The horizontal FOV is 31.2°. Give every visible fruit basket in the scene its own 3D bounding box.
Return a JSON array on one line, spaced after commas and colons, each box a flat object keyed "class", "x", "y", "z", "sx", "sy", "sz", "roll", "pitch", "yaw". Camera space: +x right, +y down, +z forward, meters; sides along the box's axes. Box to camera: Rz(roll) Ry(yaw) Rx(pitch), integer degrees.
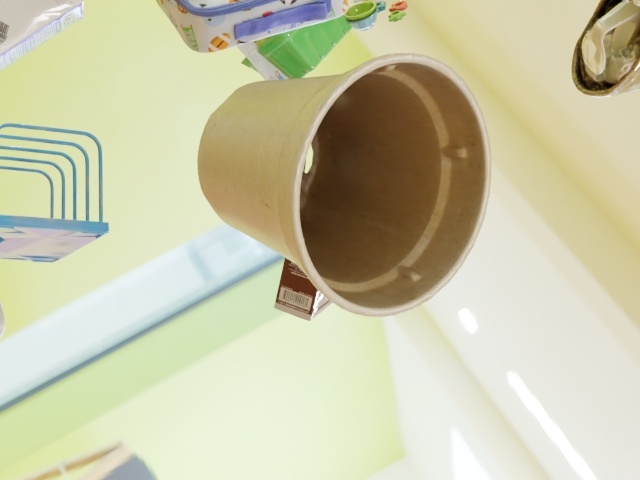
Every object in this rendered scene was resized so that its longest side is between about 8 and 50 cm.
[{"class": "fruit basket", "x": -0.117, "y": -0.498, "z": 2.351, "sx": 0.353, "sy": 0.327, "sz": 0.165, "roll": 43, "pitch": -39, "yaw": -8}]

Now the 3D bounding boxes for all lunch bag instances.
[{"class": "lunch bag", "x": -0.106, "y": -0.418, "z": 1.839, "sx": 0.243, "sy": 0.303, "sz": 0.115, "roll": 53, "pitch": -24, "yaw": 40}]

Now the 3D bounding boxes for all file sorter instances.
[{"class": "file sorter", "x": -0.300, "y": -0.044, "z": 1.161, "sx": 0.170, "sy": 0.118, "sz": 0.104, "roll": -21, "pitch": -112, "yaw": 57}]

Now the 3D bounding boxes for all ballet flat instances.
[{"class": "ballet flat", "x": 0.395, "y": -0.299, "z": 1.419, "sx": 0.123, "sy": 0.123, "sz": 0.348, "roll": 57, "pitch": -22, "yaw": 25}]

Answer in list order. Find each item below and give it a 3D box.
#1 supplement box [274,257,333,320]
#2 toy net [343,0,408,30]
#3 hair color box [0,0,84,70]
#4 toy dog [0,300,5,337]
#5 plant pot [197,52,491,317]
[{"class": "supplement box", "x": 0.000, "y": 0.000, "z": 1.915, "sx": 0.073, "sy": 0.130, "sz": 0.239, "roll": 20, "pitch": -70, "yaw": 17}, {"class": "toy net", "x": 0.112, "y": -0.490, "z": 2.321, "sx": 0.232, "sy": 0.122, "sz": 0.045, "roll": -87, "pitch": 157, "yaw": -57}, {"class": "hair color box", "x": -0.624, "y": -0.406, "z": 2.093, "sx": 0.185, "sy": 0.339, "sz": 0.110, "roll": 53, "pitch": -15, "yaw": -2}, {"class": "toy dog", "x": -0.523, "y": 0.042, "z": 1.230, "sx": 0.220, "sy": 0.334, "sz": 0.160, "roll": -8, "pitch": -99, "yaw": 50}, {"class": "plant pot", "x": 0.004, "y": -0.095, "z": 1.538, "sx": 0.305, "sy": 0.334, "sz": 0.333, "roll": 17, "pitch": -43, "yaw": 49}]
